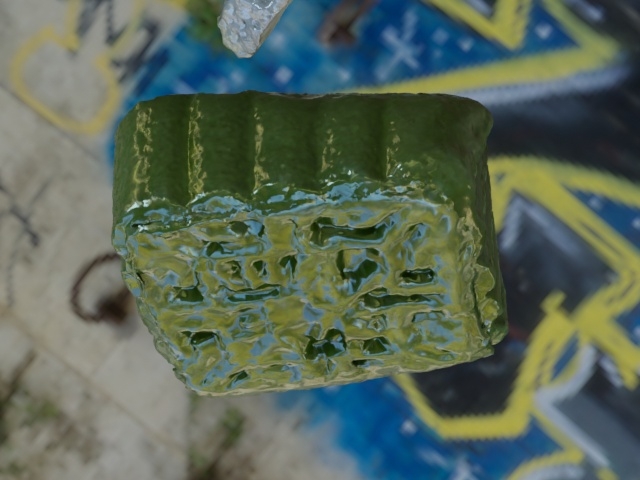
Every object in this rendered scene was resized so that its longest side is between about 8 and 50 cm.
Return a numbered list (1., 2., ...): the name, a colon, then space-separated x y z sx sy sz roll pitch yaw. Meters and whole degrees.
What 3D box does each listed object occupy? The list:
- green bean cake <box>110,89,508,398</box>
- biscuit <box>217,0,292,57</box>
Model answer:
1. green bean cake: 0.000 0.000 1.217 0.222 0.248 0.125 72 -170 -50
2. biscuit: 0.003 -0.200 0.890 0.040 0.265 0.188 24 -147 3
